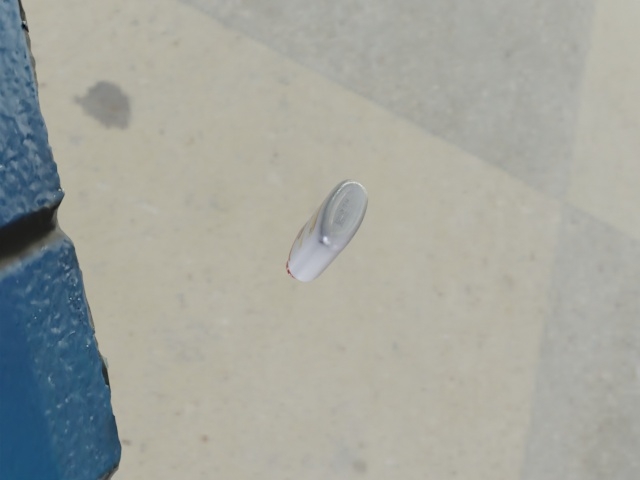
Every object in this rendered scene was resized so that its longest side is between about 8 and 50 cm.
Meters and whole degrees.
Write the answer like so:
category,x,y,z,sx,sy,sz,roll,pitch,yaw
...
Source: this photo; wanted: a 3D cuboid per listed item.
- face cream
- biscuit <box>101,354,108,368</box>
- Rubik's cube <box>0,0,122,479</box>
category,x,y,z,sx,sy,sz,roll,pitch,yaw
face cream,0.000,0.000,0.756,0.021,0.083,0.040,28,63,-5
biscuit,-0.270,0.156,0.900,0.309,0.079,0.186,1,100,-29
Rubik's cube,-0.179,0.022,0.406,0.167,0.180,0.183,-38,121,-65
